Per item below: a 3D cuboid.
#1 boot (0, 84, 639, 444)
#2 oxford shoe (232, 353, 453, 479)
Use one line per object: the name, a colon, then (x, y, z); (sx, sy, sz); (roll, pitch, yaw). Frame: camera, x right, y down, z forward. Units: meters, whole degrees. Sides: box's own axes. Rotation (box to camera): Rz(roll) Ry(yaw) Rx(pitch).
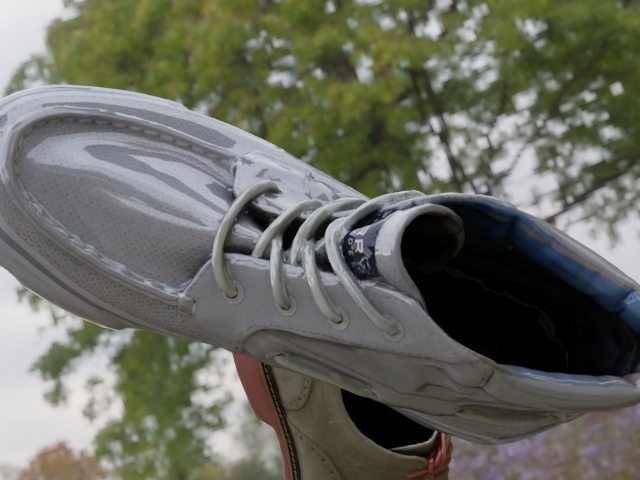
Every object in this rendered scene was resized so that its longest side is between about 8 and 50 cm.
boot: (0.000, 0.000, 0.527); (0.258, 0.095, 0.123); (20, -18, -15)
oxford shoe: (0.047, 0.180, 1.117); (0.130, 0.348, 0.123); (4, 38, 48)
